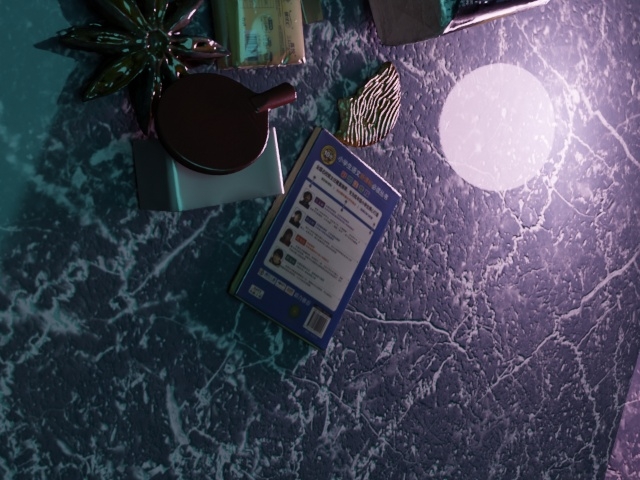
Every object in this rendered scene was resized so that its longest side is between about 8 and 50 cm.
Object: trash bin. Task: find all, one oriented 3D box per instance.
[{"bbox_3d":[-0.033,-0.513,1.701,0.061,0.043,0.092,-27,114,-33],"label":"trash bin"}]

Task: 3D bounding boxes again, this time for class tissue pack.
[{"bbox_3d":[0.321,-0.625,1.827,0.417,0.253,0.264,-25,109,-34],"label":"tissue pack"},{"bbox_3d":[-0.217,-0.141,1.525,0.246,0.159,0.135,-13,101,-36],"label":"tissue pack"},{"bbox_3d":[-0.127,-0.460,1.601,0.186,0.090,0.222,-14,102,-34],"label":"tissue pack"}]

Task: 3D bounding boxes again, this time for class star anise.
[{"bbox_3d":[-0.319,-0.358,1.449,0.332,0.118,0.331,-9,107,-30],"label":"star anise"}]

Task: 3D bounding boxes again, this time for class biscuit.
[{"bbox_3d":[0.118,-0.321,1.845,0.176,0.031,0.228,18,84,-39],"label":"biscuit"}]

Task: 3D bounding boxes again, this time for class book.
[{"bbox_3d":[0.000,0.000,1.783,0.300,0.039,0.427,38,72,-35],"label":"book"}]

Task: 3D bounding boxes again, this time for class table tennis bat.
[{"bbox_3d":[-0.164,-0.230,1.454,0.310,0.038,0.200,-30,87,-39],"label":"table tennis bat"}]
